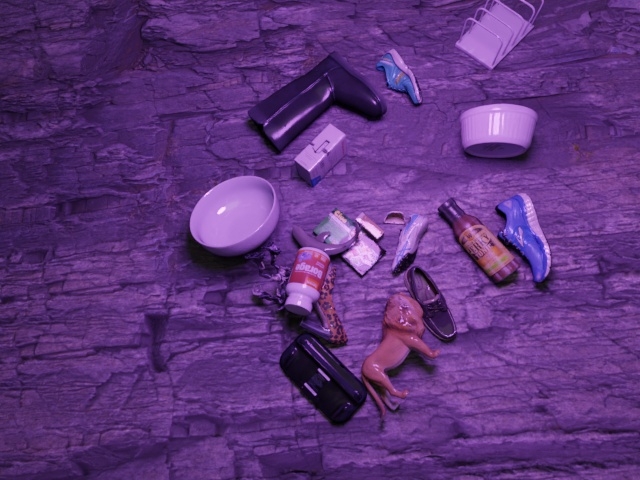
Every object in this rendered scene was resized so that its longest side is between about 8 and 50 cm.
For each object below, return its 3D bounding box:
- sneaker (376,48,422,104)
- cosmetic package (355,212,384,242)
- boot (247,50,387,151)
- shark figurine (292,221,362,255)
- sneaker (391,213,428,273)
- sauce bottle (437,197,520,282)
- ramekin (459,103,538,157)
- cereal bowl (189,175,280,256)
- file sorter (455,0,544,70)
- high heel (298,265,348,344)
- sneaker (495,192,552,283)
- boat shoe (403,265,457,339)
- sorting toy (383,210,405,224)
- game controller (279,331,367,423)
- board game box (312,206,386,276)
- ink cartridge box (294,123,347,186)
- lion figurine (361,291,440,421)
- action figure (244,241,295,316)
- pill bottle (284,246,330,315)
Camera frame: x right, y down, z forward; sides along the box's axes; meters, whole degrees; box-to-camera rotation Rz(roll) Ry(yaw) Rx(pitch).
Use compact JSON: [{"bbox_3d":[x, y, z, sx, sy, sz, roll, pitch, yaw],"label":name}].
[{"bbox_3d":[0.329,-0.657,1.783,0.110,0.107,0.275,-35,69,15],"label":"sneaker"},{"bbox_3d":[0.185,-0.048,1.631,0.115,0.060,0.041,43,82,12],"label":"cosmetic package"},{"bbox_3d":[-0.016,-0.509,1.727,0.445,0.146,0.367,-37,67,-9],"label":"boot"},{"bbox_3d":[0.023,0.016,1.574,0.279,0.116,0.166,-4,86,17],"label":"shark figurine"},{"bbox_3d":[0.318,0.012,1.601,0.086,0.085,0.237,21,80,37],"label":"sneaker"},{"bbox_3d":[0.560,-0.007,1.565,0.111,0.111,0.344,-38,74,-6],"label":"sauce bottle"},{"bbox_3d":[0.647,-0.391,1.592,0.273,0.273,0.127,5,87,6],"label":"ramekin"},{"bbox_3d":[-0.302,-0.074,1.608,0.340,0.141,0.338,-9,50,11],"label":"cereal bowl"},{"bbox_3d":[0.731,-0.884,1.760,0.193,0.173,0.277,43,81,13],"label":"file sorter"},{"bbox_3d":[0.053,0.237,1.567,0.186,0.093,0.261,29,68,-8],"label":"high heel"},{"bbox_3d":[0.720,0.001,1.557,0.147,0.130,0.329,-18,70,14],"label":"sneaker"},{"bbox_3d":[0.387,0.217,1.524,0.103,0.092,0.285,-25,74,-2],"label":"boat shoe"},{"bbox_3d":[0.281,-0.092,1.627,0.084,0.075,0.044,4,75,5],"label":"sorting toy"},{"bbox_3d":[0.005,0.475,1.507,0.319,0.067,0.166,43,97,15],"label":"game controller"},{"bbox_3d":[0.109,0.004,1.639,0.260,0.030,0.136,44,84,14],"label":"board game box"},{"bbox_3d":[0.005,-0.327,1.676,0.086,0.148,0.203,41,80,15],"label":"ink cartridge box"},{"bbox_3d":[0.242,0.384,1.469,0.240,0.142,0.392,37,85,20],"label":"lion figurine"},{"bbox_3d":[-0.159,0.144,1.566,0.164,0.141,0.275,-37,115,-32],"label":"action figure"},{"bbox_3d":[-0.049,0.141,1.493,0.121,0.121,0.215,13,62,8],"label":"pill bottle"}]
